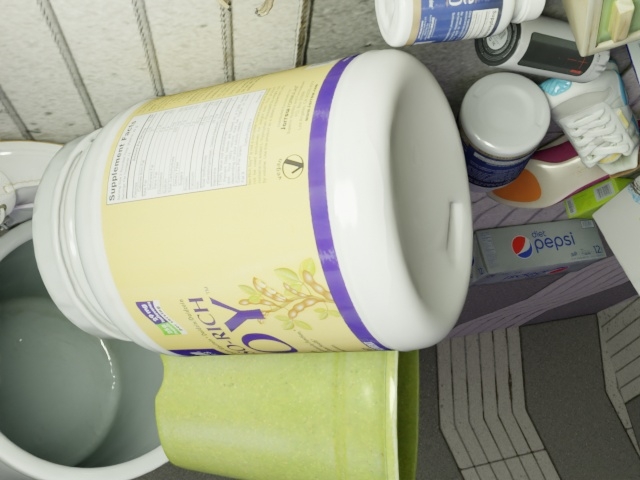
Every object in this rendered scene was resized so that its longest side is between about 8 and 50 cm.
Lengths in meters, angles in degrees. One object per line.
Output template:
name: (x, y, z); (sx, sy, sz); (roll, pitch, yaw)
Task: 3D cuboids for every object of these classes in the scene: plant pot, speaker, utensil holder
plant pot: (-0.029, 0.160, 0.849); (0.254, 0.276, 0.276); (-1, 167, 11)
speaker: (0.209, -0.181, 0.734); (0.136, 0.055, 0.055); (0, 160, -38)
utensil holder: (-0.350, 0.173, 1.058); (0.328, 0.327, 0.385); (-2, 163, -33)

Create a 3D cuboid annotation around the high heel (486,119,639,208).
high heel: (0.353, -0.113, 1.107); (0.244, 0.082, 0.117); (-21, -169, 44)

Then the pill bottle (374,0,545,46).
pill bottle: (0.107, -0.188, 0.602); (0.120, 0.067, 0.067); (-9, 165, -12)

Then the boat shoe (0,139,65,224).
boat shoe: (-0.340, -0.034, 0.744); (0.277, 0.096, 0.098); (-6, 163, -23)

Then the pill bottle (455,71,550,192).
pill bottle: (0.195, -0.112, 0.891); (0.094, 0.094, 0.169); (-12, 165, -1)

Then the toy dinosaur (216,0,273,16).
toy dinosaur: (-0.038, -0.199, 0.512); (0.093, 0.053, 0.183); (-37, 163, 24)

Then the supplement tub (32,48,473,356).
supplement tub: (-0.056, -0.020, 0.689); (0.331, 0.241, 0.241); (-6, 169, 27)

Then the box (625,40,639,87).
box: (0.394, -0.189, 0.817); (0.126, 0.072, 0.137); (-20, 163, 24)

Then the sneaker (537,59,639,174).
sneaker: (0.319, -0.139, 0.902); (0.087, 0.092, 0.229); (-21, 162, 33)

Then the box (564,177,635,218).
box: (0.536, -0.072, 1.406); (0.178, 0.042, 0.109); (0, 160, -37)

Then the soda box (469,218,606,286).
soda box: (0.416, 0.023, 1.562); (0.286, 0.091, 0.098); (-7, 163, -22)

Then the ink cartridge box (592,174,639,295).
ink cartridge box: (0.602, -0.040, 1.255); (0.171, 0.168, 0.232); (-4, 150, -32)

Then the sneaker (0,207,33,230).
sneaker: (-0.378, -0.008, 0.837); (0.191, 0.082, 0.071); (-13, 163, -3)

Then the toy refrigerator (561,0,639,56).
toy refrigerator: (0.216, -0.223, 0.511); (0.102, 0.094, 0.269); (-16, 165, 11)
